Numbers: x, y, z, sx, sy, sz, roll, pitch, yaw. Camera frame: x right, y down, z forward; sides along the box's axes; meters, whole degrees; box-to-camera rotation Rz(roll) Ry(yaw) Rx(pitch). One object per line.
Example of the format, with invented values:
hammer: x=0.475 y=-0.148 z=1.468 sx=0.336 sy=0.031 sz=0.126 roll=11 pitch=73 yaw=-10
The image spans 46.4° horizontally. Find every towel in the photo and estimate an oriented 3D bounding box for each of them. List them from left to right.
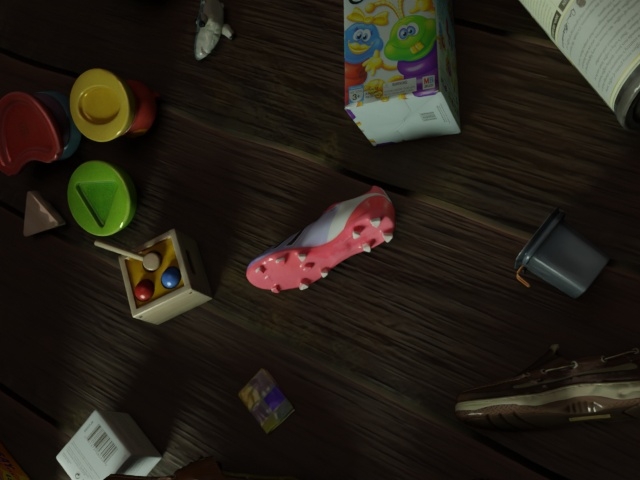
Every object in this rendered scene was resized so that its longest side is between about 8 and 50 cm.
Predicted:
towel: x=-0.082 y=0.239 z=1.116 sx=0.060 sy=0.009 sz=0.083 roll=-43 pitch=64 yaw=4

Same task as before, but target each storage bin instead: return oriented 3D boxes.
storage bin: x=0.310 y=0.029 z=0.963 sx=0.091 sy=0.135 sz=0.098 roll=38 pitch=90 yaw=17

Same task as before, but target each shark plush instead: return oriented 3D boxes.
shark plush: x=-0.213 y=-0.407 z=1.344 sx=0.067 sy=0.073 sz=0.161 roll=-33 pitch=66 yaw=43

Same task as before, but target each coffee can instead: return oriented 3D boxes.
coffee can: x=0.403 y=-0.312 z=0.985 sx=0.201 sy=0.201 sz=0.275 roll=-34 pitch=65 yaw=9

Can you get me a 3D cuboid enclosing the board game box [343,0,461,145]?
board game box: x=0.122 y=-0.304 z=1.127 sx=0.142 sy=0.144 sz=0.275 roll=-6 pitch=71 yaw=20

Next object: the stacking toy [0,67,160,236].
stacking toy: x=-0.421 y=-0.152 z=1.346 sx=0.309 sy=0.130 sz=0.279 roll=-4 pitch=99 yaw=23

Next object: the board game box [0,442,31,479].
board game box: x=-0.720 y=0.426 z=1.119 sx=0.356 sy=0.356 sz=0.356 roll=36 pitch=90 yaw=27

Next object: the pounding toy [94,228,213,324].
pounding toy: x=-0.268 y=0.047 z=1.198 sx=0.130 sy=0.100 sz=0.141 roll=-26 pitch=67 yaw=12

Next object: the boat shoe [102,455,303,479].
boat shoe: x=-0.163 y=0.362 z=1.055 sx=0.307 sy=0.111 sz=0.104 roll=10 pitch=62 yaw=7

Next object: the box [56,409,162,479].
box: x=-0.322 y=0.330 z=1.140 sx=0.101 sy=0.087 sz=0.102 roll=41 pitch=92 yaw=27

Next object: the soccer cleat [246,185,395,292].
soccer cleat: x=0.000 y=0.000 z=1.130 sx=0.248 sy=0.083 sz=0.095 roll=-26 pitch=37 yaw=18

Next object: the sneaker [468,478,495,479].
sneaker: x=0.253 y=0.347 z=0.933 sx=0.162 sy=0.063 sz=0.073 roll=2 pitch=93 yaw=27

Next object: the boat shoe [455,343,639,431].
boat shoe: x=0.299 y=0.182 z=0.947 sx=0.257 sy=0.095 sz=0.095 roll=-7 pitch=58 yaw=13
